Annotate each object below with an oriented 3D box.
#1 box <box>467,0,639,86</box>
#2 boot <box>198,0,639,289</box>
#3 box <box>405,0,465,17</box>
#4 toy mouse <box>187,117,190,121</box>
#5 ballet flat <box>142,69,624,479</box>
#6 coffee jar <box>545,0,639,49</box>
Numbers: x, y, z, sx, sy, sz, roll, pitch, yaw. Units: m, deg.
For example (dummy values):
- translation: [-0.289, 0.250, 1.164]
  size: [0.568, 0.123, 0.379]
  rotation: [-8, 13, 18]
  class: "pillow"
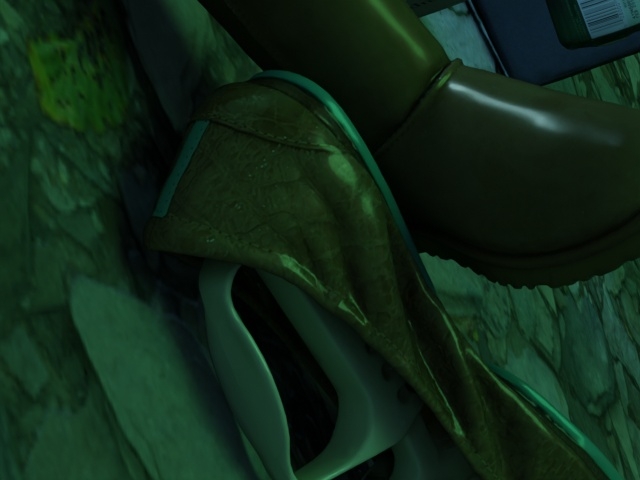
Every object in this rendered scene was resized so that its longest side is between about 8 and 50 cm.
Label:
- translation: [0.345, -0.409, 1.448]
  size: [0.297, 0.479, 0.472]
  rotation: [63, 23, -20]
  class: "box"
- translation: [0.017, -0.102, 0.760]
  size: [0.269, 0.236, 0.089]
  rotation: [51, 63, -25]
  class: "boot"
- translation: [0.042, -0.209, 1.064]
  size: [0.275, 0.113, 0.094]
  rotation: [-1, 73, -66]
  class: "box"
- translation: [0.000, 0.000, 0.895]
  size: [0.161, 0.031, 0.143]
  rotation: [-10, 81, -68]
  class: "toy mouse"
- translation: [0.031, 0.080, 0.808]
  size: [0.124, 0.116, 0.342]
  rotation: [-51, 121, -24]
  class: "ballet flat"
- translation: [0.163, -0.221, 1.108]
  size: [0.184, 0.079, 0.096]
  rotation: [68, 26, -15]
  class: "coffee jar"
